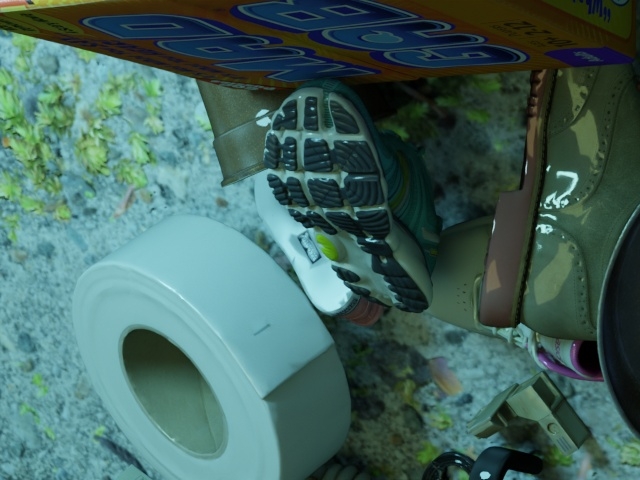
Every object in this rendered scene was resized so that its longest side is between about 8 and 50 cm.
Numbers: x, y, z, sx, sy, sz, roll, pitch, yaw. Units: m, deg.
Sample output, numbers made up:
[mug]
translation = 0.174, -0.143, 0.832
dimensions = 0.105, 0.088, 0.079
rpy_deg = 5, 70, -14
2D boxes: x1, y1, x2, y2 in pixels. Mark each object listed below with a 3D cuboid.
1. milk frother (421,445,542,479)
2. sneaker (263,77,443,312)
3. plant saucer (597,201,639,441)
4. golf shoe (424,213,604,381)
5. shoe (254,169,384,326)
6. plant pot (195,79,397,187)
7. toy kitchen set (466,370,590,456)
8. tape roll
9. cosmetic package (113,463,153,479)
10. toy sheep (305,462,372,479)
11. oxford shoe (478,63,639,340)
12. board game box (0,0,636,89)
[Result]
[milk frother]
translation = 0.134, 0.254, 1.633
dimensions = 0.143, 0.135, 0.129
rpy_deg = -10, 76, 30
[sneaker]
translation = 0.035, -0.049, 1.454
dimensions = 0.107, 0.110, 0.275
rpy_deg = 9, 151, 25
[plant saucer]
translation = 0.350, 0.039, 1.369
dimensions = 0.311, 0.050, 0.310
rpy_deg = -5, 111, -14
[golf shoe]
translation = 0.196, 0.053, 1.502
dimensions = 0.306, 0.140, 0.115
rpy_deg = 5, 116, 29
[shoe]
translation = 0.000, 0.000, 1.636
dimensions = 0.063, 0.081, 0.178
rpy_deg = -33, 63, 14
[plant pot]
translation = -0.040, -0.153, 1.535
dimensions = 0.167, 0.167, 0.165
rpy_deg = -20, 94, 35
[toy kitchen set]
translation = 0.182, 0.178, 1.611
dimensions = 0.083, 0.068, 0.075
rpy_deg = -37, 92, 37
[tape roll]
translation = -0.106, 0.119, 1.676
dimensions = 0.286, 0.100, 0.286
rpy_deg = 31, 140, 31
[cosmetic package]
translation = -0.178, 0.297, 1.881
dimensions = 0.115, 0.060, 0.041
rpy_deg = 36, 126, 13
[toy sheep]
translation = 0.015, 0.258, 1.734
dimensions = 0.132, 0.091, 0.091
rpy_deg = 21, 122, 13
[oxford shoe]
translation = 0.224, -0.089, 1.403
dimensions = 0.130, 0.123, 0.348
rpy_deg = 14, 98, 11
[board game box]
translation = -0.005, -0.312, 1.235
dimensions = 0.356, 0.356, 0.356
rpy_deg = -1, 86, 30
